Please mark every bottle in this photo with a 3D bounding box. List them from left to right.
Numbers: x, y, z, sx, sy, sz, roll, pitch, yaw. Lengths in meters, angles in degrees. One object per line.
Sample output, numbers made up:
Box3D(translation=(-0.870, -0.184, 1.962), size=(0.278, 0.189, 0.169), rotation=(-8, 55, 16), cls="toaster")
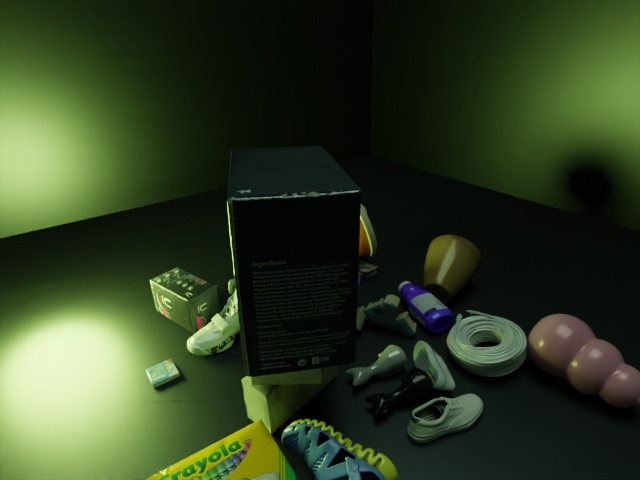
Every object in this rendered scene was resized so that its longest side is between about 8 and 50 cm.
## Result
Box3D(translation=(0.413, 0.260, 1.664), size=(0.118, 0.092, 0.283), rotation=(-17, 28, -15), cls="bottle")

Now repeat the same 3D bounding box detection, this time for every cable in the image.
Box3D(translation=(0.571, 0.359, 1.420), size=(0.257, 0.089, 0.257), rotation=(7, 32, 41), cls="cable")

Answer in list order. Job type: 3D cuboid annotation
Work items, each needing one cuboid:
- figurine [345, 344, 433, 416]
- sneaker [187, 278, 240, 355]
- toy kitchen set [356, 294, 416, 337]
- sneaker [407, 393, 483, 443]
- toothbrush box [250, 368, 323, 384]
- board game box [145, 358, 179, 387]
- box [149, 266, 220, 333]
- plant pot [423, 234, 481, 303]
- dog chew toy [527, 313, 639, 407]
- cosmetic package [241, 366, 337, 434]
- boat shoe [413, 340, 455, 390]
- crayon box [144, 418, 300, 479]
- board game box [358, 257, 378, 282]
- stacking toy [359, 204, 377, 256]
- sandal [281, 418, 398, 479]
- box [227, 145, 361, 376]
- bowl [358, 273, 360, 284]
Box3D(translation=(0.210, 0.448, 1.314), size=(0.210, 0.092, 0.215), rotation=(-18, 29, -20), cls="figurine")
Box3D(translation=(-0.347, 0.274, 1.566), size=(0.366, 0.210, 0.137), rotation=(-23, 32, -35), cls="sneaker")
Box3D(translation=(0.233, 0.328, 1.579), size=(0.207, 0.166, 0.122), rotation=(-30, 9, 34), cls="toy kitchen set")
Box3D(translation=(0.369, 0.497, 1.183), size=(0.258, 0.091, 0.094), rotation=(-15, 29, -24), cls="sneaker")
Box3D(translation=(-0.093, 0.294, 1.250), size=(0.206, 0.122, 0.283), rotation=(-1, 24, 2), cls="toothbrush box")
Box3D(translation=(-0.548, 0.458, 1.422), size=(0.090, 0.020, 0.090), rotation=(-19, 32, -31), cls="board game box")
Box3D(translation=(-0.560, 0.242, 1.702), size=(0.270, 0.165, 0.143), rotation=(17, 31, 35), cls="box")
Box3D(translation=(0.544, 0.143, 1.779), size=(0.237, 0.237, 0.254), rotation=(13, 44, 29), cls="plant pot")
Box3D(translation=(0.829, 0.380, 1.280), size=(0.207, 0.206, 0.332), rotation=(-18, 38, -28), cls="dog chew toy")
Box3D(translation=(-0.085, 0.429, 1.287), size=(0.113, 0.160, 0.309), rotation=(18, 34, 37), cls="cosmetic package")
Box3D(translation=(0.376, 0.424, 1.371), size=(0.076, 0.083, 0.226), rotation=(25, 19, -12), cls="boat shoe")
Box3D(translation=(-0.228, 0.631, 0.942), size=(0.363, 0.106, 0.313), rotation=(-18, 30, -29), cls="crayon box")
Box3D(translation=(0.090, 0.119, 2.038), size=(0.208, 0.056, 0.347), rotation=(-26, 34, -32), cls="board game box")
Box3D(translation=(0.000, 0.000, 1.980), size=(0.480, 0.350, 0.350), rotation=(-25, 30, -7), cls="stacking toy")
Box3D(translation=(0.027, 0.568, 1.042), size=(0.318, 0.126, 0.138), rotation=(12, 33, 29), cls="sandal")
Box3D(translation=(-0.090, 0.020, 1.136), size=(0.298, 0.471, 0.480), rotation=(-6, 26, -9), cls="box")
Box3D(translation=(-0.014, 0.213, 1.604), size=(0.391, 0.077, 0.391), rotation=(-33, 9, 6), cls="bowl")
